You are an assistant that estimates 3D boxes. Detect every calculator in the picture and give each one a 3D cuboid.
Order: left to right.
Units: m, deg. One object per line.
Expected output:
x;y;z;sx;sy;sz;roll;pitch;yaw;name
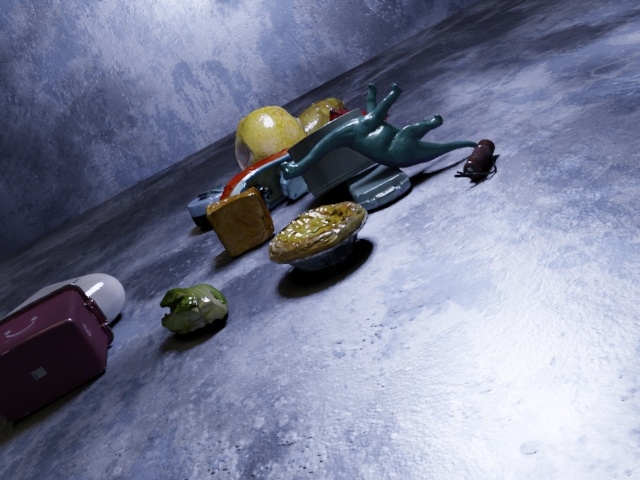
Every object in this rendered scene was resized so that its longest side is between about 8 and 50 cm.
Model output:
0.141;-0.141;1.680;0.141;0.045;0.246;-28;19;1;calculator

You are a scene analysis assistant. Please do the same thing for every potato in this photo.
-0.015;-0.428;2.482;0.176;0.141;0.298;-19;18;49;potato

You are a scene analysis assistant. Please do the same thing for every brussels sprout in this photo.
-0.271;0.141;1.457;0.139;0.101;0.181;-18;-2;-38;brussels sprout

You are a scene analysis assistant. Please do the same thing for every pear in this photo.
-0.160;-0.308;2.213;0.271;0.271;0.271;-25;19;9;pear

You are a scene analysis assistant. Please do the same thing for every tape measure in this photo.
-0.339;-0.119;2.190;0.182;0.107;0.181;-15;16;26;tape measure

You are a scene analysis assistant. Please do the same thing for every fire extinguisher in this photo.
0.354;-0.173;1.483;0.078;0.045;0.157;9;34;25;fire extinguisher

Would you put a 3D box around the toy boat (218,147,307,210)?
-0.154;-0.145;1.967;0.133;0.145;0.331;26;50;39;toy boat

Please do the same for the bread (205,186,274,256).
-0.212;-0.055;1.799;0.158;0.143;0.149;-26;19;-5;bread

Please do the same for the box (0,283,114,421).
-0.622;0.255;1.504;0.294;0.193;0.167;-29;27;-6;box

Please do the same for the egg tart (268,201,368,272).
0.000;0.000;1.440;0.234;0.094;0.234;-23;17;8;egg tart

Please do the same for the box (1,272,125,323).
-0.697;0.210;1.775;0.349;0.141;0.289;-12;23;38;box

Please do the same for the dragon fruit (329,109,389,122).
0.107;-0.347;2.121;0.189;0.163;0.262;-61;22;8;dragon fruit

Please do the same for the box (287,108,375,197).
0.042;-0.233;1.809;0.226;0.149;0.226;-29;3;2;box

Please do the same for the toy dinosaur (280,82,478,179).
0.138;-0.197;1.643;0.331;0.383;0.129;-56;-10;-2;toy dinosaur
